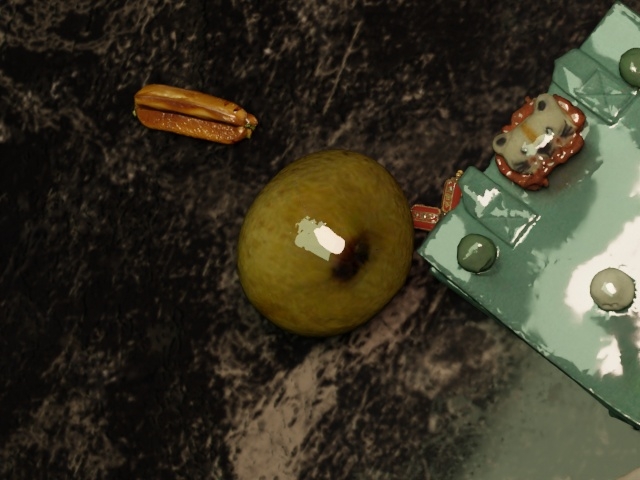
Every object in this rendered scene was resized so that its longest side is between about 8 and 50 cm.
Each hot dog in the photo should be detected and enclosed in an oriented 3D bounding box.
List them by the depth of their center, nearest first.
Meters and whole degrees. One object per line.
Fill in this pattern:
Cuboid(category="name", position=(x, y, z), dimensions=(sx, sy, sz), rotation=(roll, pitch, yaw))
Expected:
Cuboid(category="hot dog", position=(-0.113, -0.115, 1.570), dimensions=(0.122, 0.049, 0.037), rotation=(14, 47, 18))

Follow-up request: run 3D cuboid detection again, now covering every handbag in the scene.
Cuboid(category="handbag", position=(0.249, -0.009, 1.364), dimensions=(0.274, 0.100, 0.269), rotation=(40, 95, 16))

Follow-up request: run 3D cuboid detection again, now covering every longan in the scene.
Cuboid(category="longan", position=(0.000, 0.000, 1.455), dimensions=(0.154, 0.145, 0.176), rotation=(-28, 26, -10))

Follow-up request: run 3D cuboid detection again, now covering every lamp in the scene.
Cuboid(category="lamp", position=(0.117, -0.008, 1.466), dimensions=(0.063, 0.031, 0.083), rotation=(-39, 71, 11))

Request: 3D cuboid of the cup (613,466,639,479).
Cuboid(category="cup", position=(0.361, 0.230, 1.261), dimensions=(0.258, 0.186, 0.234), rotation=(-24, 78, -15))
